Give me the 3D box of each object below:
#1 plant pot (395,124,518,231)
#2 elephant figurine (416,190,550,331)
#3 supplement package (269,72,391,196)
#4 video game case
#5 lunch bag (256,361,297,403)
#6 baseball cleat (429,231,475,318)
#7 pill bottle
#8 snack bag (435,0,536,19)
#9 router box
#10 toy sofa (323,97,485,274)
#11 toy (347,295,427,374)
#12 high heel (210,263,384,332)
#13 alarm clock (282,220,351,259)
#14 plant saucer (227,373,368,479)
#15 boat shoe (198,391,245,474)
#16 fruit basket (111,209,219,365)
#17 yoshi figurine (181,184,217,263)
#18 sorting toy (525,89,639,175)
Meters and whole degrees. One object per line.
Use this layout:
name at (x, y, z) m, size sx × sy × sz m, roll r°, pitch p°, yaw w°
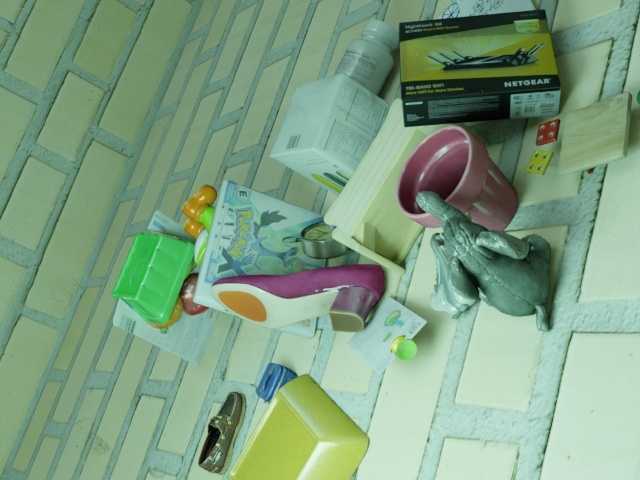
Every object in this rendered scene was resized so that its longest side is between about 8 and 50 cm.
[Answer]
plant pot at (0.278, -0.096, 1.638) m, size 0.201 × 0.180 × 0.201 m, roll -37°, pitch 37°, yaw 35°
elephant figurine at (0.280, 0.032, 1.468) m, size 0.186 × 0.239 × 0.169 m, roll 1°, pitch 66°, yaw 57°
supplement package at (0.062, -0.233, 1.995) m, size 0.199 × 0.262 × 0.198 m, roll 0°, pitch 66°, yaw 57°
video game case at (-0.129, 0.042, 2.024) m, size 0.036 × 0.300 × 0.329 m, roll -44°, pitch 31°, yaw 54°
lunch bag at (-0.108, 0.339, 1.974) m, size 0.067 × 0.065 × 0.098 m, roll 9°, pitch 72°, yaw 59°
baseball cleat at (0.242, 0.070, 1.666) m, size 0.109 × 0.072 × 0.206 m, roll -54°, pitch 27°, yaw 25°
pill bottle at (0.119, -0.460, 2.231) m, size 0.131 × 0.131 × 0.229 m, roll 22°, pitch 84°, yaw 60°
snack bag at (0.352, -0.509, 2.015) m, size 0.342 × 0.037 × 0.323 m, roll -40°, pitch 37°, yaw 32°
router box at (0.317, -0.353, 1.719) m, size 0.308 × 0.081 × 0.243 m, roll -4°, pitch 52°, yaw 7°
toy sofa at (0.178, -0.125, 1.841) m, size 0.362 × 0.150 × 0.177 m, roll -59°, pitch 33°, yaw 4°
toy at (0.143, 0.200, 1.704) m, size 0.137 × 0.056 × 0.237 m, roll -48°, pitch 12°, yaw -3°
high heel at (-0.049, 0.105, 1.880) m, size 0.377 × 0.127 × 0.181 m, roll 11°, pitch 41°, yaw 16°
alarm clock at (0.000, 0.000, 2.011) m, size 0.192 × 0.064 × 0.129 m, roll 1°, pitch 24°, yaw 17°
plant saucer at (-0.076, 0.478, 1.798) m, size 0.333 × 0.081 × 0.333 m, roll -59°, pitch 30°, yaw 2°
boat shoe at (-0.242, 0.465, 2.068) m, size 0.073 × 0.073 × 0.207 m, roll -22°, pitch 46°, yaw 49°
fruit basket at (-0.395, 0.135, 2.302) m, size 0.165 × 0.353 × 0.327 m, roll 8°, pitch 71°, yaw 32°
yoshi figurine at (-0.179, 0.007, 2.176) m, size 0.362 × 0.203 × 0.203 m, roll 42°, pitch 114°, yaw 15°
sorting toy at (0.494, -0.180, 1.514) m, size 0.274 × 0.046 × 0.132 m, roll -17°, pitch 52°, yaw 50°
